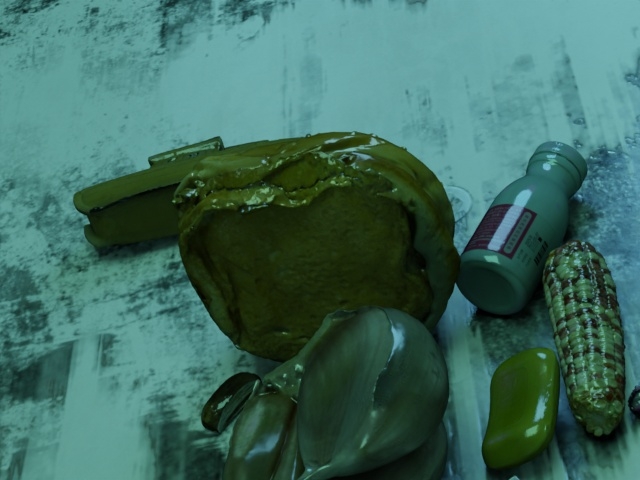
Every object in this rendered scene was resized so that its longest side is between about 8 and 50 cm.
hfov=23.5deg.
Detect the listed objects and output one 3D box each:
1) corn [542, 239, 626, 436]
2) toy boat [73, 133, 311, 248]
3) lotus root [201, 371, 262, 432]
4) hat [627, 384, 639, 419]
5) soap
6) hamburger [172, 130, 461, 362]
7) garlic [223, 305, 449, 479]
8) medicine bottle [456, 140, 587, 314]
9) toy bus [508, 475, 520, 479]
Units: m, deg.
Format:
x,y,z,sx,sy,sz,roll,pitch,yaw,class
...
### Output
x,y,z,sx,sy,sz,roll,pitch,yaw,class
0.274,0.097,1.590,0.079,0.079,0.237,-10,41,12,corn
-0.157,-0.071,1.960,0.321,0.089,0.121,-16,28,5,toy boat
-0.102,0.172,1.699,0.037,0.030,0.083,19,53,40,lotus root
0.390,0.092,1.523,0.227,0.140,0.129,-40,31,-4,hat
0.202,0.169,1.546,0.089,0.045,0.140,-35,29,41,soap
0.000,0.000,1.654,0.319,0.318,0.158,-9,44,13,hamburger
0.014,0.184,1.505,0.237,0.210,0.292,-12,31,0,garlic
0.231,-0.019,1.732,0.090,0.090,0.216,9,46,31,medicine bottle
0.150,0.279,1.464,0.131,0.037,0.052,-33,43,-14,toy bus
